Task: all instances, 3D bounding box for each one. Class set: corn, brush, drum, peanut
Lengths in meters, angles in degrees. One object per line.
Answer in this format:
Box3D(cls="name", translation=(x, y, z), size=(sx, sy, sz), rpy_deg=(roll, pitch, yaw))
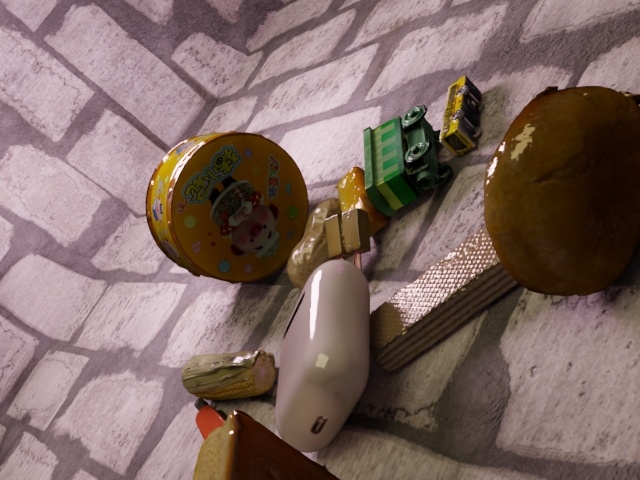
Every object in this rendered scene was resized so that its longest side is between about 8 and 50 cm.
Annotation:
Box3D(cls="corn", translation=(-0.224, 0.320, 1.878), size=(0.305, 0.123, 0.122), rpy_deg=(-16, 38, 44))
Box3D(cls="brush", translation=(-0.248, 0.443, 1.833), size=(0.070, 0.051, 0.323), rpy_deg=(-54, 27, -6))
Box3D(cls="brush", translation=(0.070, 0.049, 1.816), size=(0.103, 0.047, 0.234), rpy_deg=(-20, 67, 37))
Box3D(cls="drum", translation=(-0.255, -0.097, 2.153), size=(0.431, 0.431, 0.214), rpy_deg=(-55, 27, -13))
Box3D(cls="peanut", translation=(0.000, 0.000, 1.969), size=(0.125, 0.111, 0.275), rpy_deg=(-37, 26, 55))

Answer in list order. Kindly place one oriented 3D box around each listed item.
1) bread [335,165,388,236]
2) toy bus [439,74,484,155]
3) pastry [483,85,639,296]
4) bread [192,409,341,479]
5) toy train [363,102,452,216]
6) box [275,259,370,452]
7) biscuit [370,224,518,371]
Box3D(cls="bread", translation=(0.109, -0.100, 1.963), size=(0.094, 0.102, 0.246), rpy_deg=(-46, 25, 20))
Box3D(cls="toy bus", translation=(0.346, -0.310, 1.896), size=(0.074, 0.081, 0.226), rpy_deg=(-28, 33, 38))
Box3D(cls="pastry", translation=(0.410, -0.080, 1.245), size=(0.163, 0.356, 0.356), rpy_deg=(21, 72, 51))
Box3D(cls="bread", translation=(-0.068, 0.485, 1.211), size=(0.143, 0.323, 0.333), rpy_deg=(-33, 32, 26))
Box3D(cls="toy train", translation=(0.207, -0.203, 1.904), size=(0.202, 0.120, 0.301), rpy_deg=(-27, 34, 22))
Box3D(cls="box", translation=(0.005, 0.228, 1.563), size=(0.349, 0.141, 0.289), rpy_deg=(-85, 15, -50))
Box3D(cls="biscuit", translation=(0.267, 0.085, 1.501), size=(0.426, 0.078, 0.144), rpy_deg=(-38, 28, 19))
